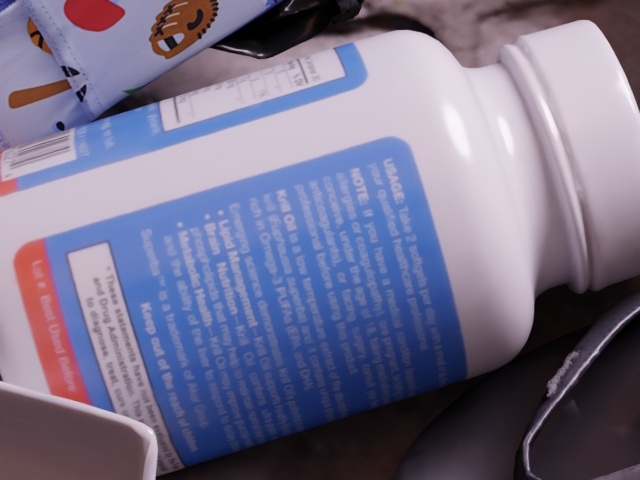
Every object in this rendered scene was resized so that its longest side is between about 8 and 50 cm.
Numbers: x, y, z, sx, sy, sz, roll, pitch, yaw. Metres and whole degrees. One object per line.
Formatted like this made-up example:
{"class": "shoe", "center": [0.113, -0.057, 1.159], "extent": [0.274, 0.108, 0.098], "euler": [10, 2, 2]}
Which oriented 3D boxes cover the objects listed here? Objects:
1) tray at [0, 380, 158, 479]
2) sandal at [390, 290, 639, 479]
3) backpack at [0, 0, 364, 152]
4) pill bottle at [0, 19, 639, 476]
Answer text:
{"class": "tray", "center": [-0.170, 0.098, 0.619], "extent": [0.270, 0.030, 0.145], "euler": [11, 99, 26]}
{"class": "sandal", "center": [0.121, 0.051, 0.635], "extent": [0.254, 0.054, 0.097], "euler": [-34, 60, -11]}
{"class": "backpack", "center": [-0.157, -0.137, 0.693], "extent": [0.263, 0.213, 0.276], "euler": [-44, 54, -4]}
{"class": "pill bottle", "center": [0.000, 0.000, 0.644], "extent": [0.221, 0.124, 0.124], "euler": [-17, 59, -1]}
